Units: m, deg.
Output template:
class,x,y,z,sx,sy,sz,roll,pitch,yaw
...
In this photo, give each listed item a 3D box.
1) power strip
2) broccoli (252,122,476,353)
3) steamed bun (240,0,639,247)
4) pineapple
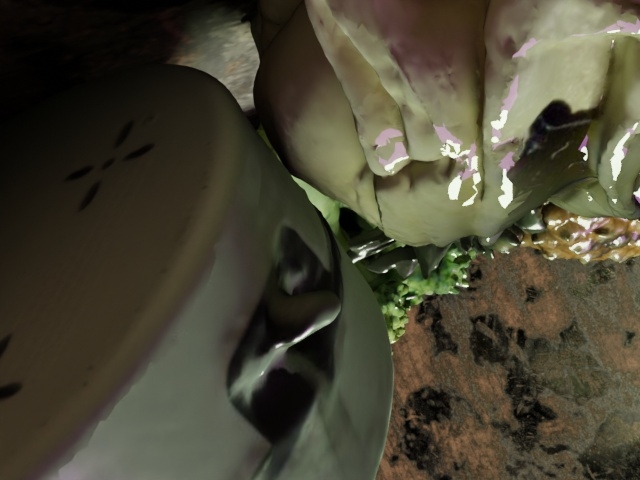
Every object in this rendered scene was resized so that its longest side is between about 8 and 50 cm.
class,x,y,z,sx,sy,sz,roll,pitch,yaw
power strip,-0.132,0.074,0.449,0.357,0.161,0.357,-24,-143,19
broccoli,0.004,0.021,0.832,0.375,0.249,0.302,-15,175,-7
steamed bun,0.109,-0.101,0.435,0.275,0.206,0.320,-20,176,-24
pineapple,0.168,-0.043,0.732,0.340,0.169,0.169,-10,169,-19
